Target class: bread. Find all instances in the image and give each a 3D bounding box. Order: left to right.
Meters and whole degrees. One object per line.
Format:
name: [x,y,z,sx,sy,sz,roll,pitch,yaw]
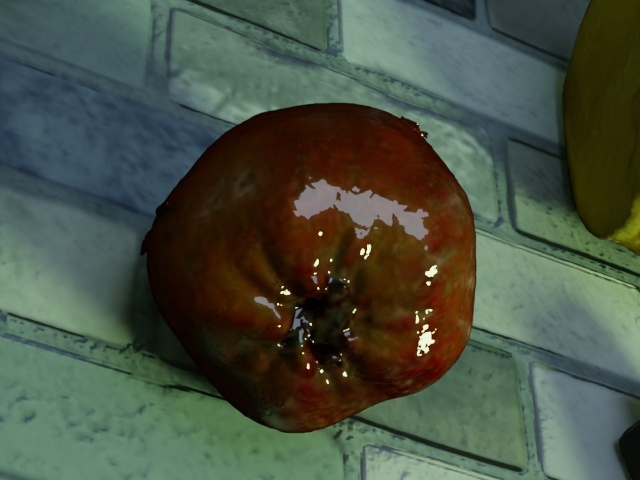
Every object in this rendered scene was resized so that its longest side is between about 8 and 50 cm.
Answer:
bread: [0.267,-0.097,1.249,0.143,0.195,0.269,15,44,-14]

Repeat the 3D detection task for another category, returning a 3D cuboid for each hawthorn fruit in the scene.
hawthorn fruit: [0.000,0.000,0.982,0.185,0.185,0.202,30,28,-13]

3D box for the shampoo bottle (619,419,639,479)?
shampoo bottle: [0.261,0.182,1.092,0.079,0.080,0.246,8,52,-35]
